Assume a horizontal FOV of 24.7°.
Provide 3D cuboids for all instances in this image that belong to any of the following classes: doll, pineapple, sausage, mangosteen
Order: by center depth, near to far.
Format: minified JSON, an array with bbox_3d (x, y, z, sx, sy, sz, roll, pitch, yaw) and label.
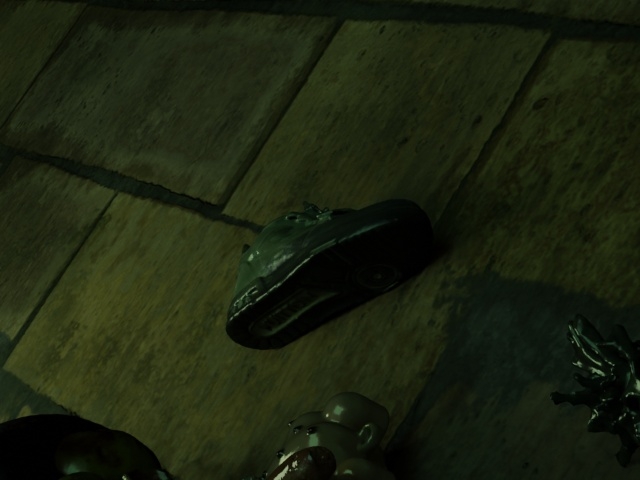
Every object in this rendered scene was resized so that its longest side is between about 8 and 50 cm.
[{"bbox_3d":[0.294,0.113,1.120,0.340,0.169,0.169,0,57,55],"label":"pineapple"},{"bbox_3d":[-0.046,0.245,1.331,0.186,0.043,0.043,-51,27,34],"label":"sausage"},{"bbox_3d":[-0.029,0.258,1.431,0.278,0.119,0.154,-37,32,38],"label":"doll"},{"bbox_3d":[-0.266,0.330,1.478,0.313,0.297,0.297,28,80,47],"label":"mangosteen"}]

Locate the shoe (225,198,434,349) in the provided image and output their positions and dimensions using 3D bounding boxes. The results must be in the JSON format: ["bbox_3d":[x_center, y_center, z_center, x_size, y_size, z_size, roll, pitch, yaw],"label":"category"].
[{"bbox_3d":[0.002,0.001,1.638,0.293,0.109,0.149,-34,41,33],"label":"shoe"}]
